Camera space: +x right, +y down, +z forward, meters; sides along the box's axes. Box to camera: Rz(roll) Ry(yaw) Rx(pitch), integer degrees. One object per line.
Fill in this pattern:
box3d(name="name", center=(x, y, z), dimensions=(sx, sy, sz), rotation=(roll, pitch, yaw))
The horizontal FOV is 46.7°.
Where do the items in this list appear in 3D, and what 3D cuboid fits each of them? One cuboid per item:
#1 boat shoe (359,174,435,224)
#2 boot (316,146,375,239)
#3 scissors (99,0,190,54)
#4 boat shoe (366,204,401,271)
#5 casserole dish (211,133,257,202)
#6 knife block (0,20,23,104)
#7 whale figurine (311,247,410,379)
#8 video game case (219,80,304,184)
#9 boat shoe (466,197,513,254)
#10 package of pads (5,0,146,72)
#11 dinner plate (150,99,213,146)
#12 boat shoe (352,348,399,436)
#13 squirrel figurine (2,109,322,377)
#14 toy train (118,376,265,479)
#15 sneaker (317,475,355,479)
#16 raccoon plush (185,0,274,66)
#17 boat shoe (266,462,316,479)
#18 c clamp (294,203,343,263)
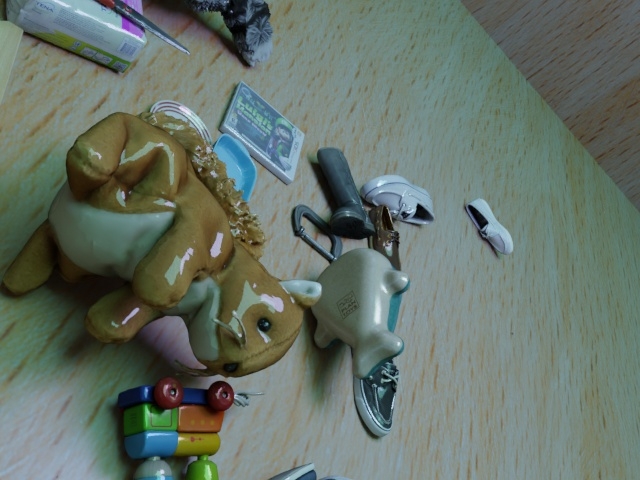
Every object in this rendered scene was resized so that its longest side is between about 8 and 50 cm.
box3d(name="boat shoe", center=(0.197, -0.091, 1.776), dimensions=(0.258, 0.095, 0.084), rotation=(7, 52, -46))
box3d(name="boot", center=(0.043, -0.113, 1.610), dimensions=(0.189, 0.076, 0.209), rotation=(31, 42, -69))
box3d(name="scissors", center=(-0.352, -0.401, 1.270), dimensions=(0.297, 0.021, 0.109), rotation=(43, 35, -22))
box3d(name="boat shoe", center=(0.147, -0.002, 1.669), dimensions=(0.064, 0.060, 0.178), rotation=(13, 52, -45))
box3d(name="casserole dish", center=(-0.177, -0.118, 1.384), dimensions=(0.114, 0.037, 0.188), rotation=(49, 34, -29))
box3d(name="knife block", center=(-0.489, -0.176, 1.025), dimensions=(0.242, 0.088, 0.275), rotation=(57, 34, 1))
box3d(name="whale figurine", center=(0.088, 0.140, 1.352), dimensions=(0.141, 0.216, 0.272), rotation=(40, 17, -36))
box3d(name="video game case", center=(-0.119, -0.231, 1.576), dimensions=(0.190, 0.022, 0.173), rotation=(38, 37, -23))
box3d(name="boat shoe", center=(0.477, -0.036, 2.100), dimensions=(0.063, 0.066, 0.184), rotation=(-19, 79, -40))
box3d(name="package of pads", center=(-0.439, -0.470, 1.320), dimensions=(0.229, 0.101, 0.297), rotation=(16, 49, -43))
box3d(name="dinner plate", center=(-0.261, -0.199, 1.381), dimensions=(0.141, 0.017, 0.141), rotation=(30, 41, -30))
box3d(name="boat shoe", center=(0.108, 0.255, 1.397), dimensions=(0.077, 0.070, 0.220), rotation=(23, 46, -38))
box3d(name="squirrel figurine", center=(-0.174, 0.005, 1.060), dimensions=(0.370, 0.281, 0.397), rotation=(35, 28, -8))
box3d(name="toy train", center=(-0.161, 0.276, 1.038), dimensions=(0.248, 0.105, 0.144), rotation=(16, 61, -44))
box3d(name="sneaker", center=(0.082, 0.511, 1.102), dimensions=(0.321, 0.124, 0.180), rotation=(49, 34, -9))
box3d(name="raccoon plush", center=(-0.297, -0.579, 1.577), dimensions=(0.216, 0.447, 0.299), rotation=(-38, 52, -25))
box3d(name="boat shoe", center=(-0.084, 0.392, 1.027), dimensions=(0.254, 0.095, 0.079), rotation=(-20, 76, -54))
box3d(name="c clamp", center=(0.000, 0.000, 1.525), dimensions=(0.160, 0.022, 0.137), rotation=(44, 36, -17))
